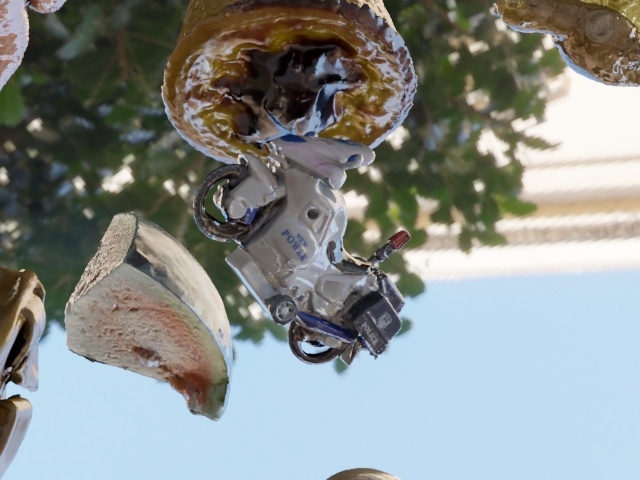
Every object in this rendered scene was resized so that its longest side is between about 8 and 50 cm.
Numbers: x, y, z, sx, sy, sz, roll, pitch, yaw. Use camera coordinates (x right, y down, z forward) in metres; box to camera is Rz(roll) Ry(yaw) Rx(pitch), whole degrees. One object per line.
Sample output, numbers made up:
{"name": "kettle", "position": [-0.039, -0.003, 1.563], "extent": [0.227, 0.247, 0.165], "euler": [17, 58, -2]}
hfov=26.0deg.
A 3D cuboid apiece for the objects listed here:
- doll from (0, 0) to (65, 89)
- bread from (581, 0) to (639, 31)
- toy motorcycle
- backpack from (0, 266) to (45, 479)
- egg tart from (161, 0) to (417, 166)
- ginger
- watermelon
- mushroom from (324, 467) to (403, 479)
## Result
{"name": "doll", "position": [-0.340, -0.280, 1.345], "extent": [0.156, 0.201, 0.303], "euler": [40, -60, 24]}
{"name": "bread", "position": [0.313, -0.323, 1.385], "extent": [0.160, 0.261, 0.147], "euler": [14, -124, 21]}
{"name": "toy motorcycle", "position": [0.000, 0.000, 1.124], "extent": [0.150, 0.221, 0.102], "euler": [-41, -147, -11]}
{"name": "backpack", "position": [-0.380, 0.165, 1.200], "extent": [0.378, 0.201, 0.353], "euler": [-60, -162, 5]}
{"name": "egg tart", "position": [-0.031, -0.168, 1.187], "extent": [0.215, 0.215, 0.171], "euler": [-18, -129, 13]}
{"name": "ginger", "position": [0.248, -0.202, 1.355], "extent": [0.165, 0.096, 0.067], "euler": [26, -93, 8]}
{"name": "watermelon", "position": [-0.240, 0.098, 1.824], "extent": [0.213, 0.289, 0.320], "euler": [-27, -106, -5]}
{"name": "mushroom", "position": [0.062, 0.361, 1.576], "extent": [0.206, 0.206, 0.209], "euler": [19, -134, 39]}
